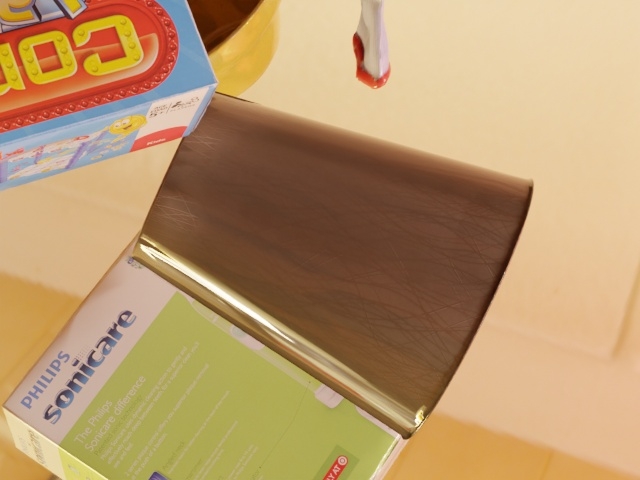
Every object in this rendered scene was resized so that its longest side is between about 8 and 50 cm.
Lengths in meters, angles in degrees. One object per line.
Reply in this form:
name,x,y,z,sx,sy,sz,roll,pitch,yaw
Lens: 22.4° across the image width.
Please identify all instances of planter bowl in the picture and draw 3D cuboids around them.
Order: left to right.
planter bowl,-0.104,-0.183,1.441,0.217,0.217,0.090,-10,-44,31

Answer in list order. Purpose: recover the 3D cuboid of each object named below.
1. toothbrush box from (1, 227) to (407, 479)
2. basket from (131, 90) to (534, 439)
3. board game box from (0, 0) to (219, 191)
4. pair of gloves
toothbrush box,-0.088,0.152,1.353,0.283,0.206,0.122,32,-23,8
basket,0.000,0.000,1.105,0.227,0.154,0.204,25,-71,-4
board game box,-0.250,-0.164,0.853,0.302,0.308,0.086,68,-20,9
pair of gloves,0.009,-0.173,0.744,0.023,0.198,0.159,-8,-55,-2
